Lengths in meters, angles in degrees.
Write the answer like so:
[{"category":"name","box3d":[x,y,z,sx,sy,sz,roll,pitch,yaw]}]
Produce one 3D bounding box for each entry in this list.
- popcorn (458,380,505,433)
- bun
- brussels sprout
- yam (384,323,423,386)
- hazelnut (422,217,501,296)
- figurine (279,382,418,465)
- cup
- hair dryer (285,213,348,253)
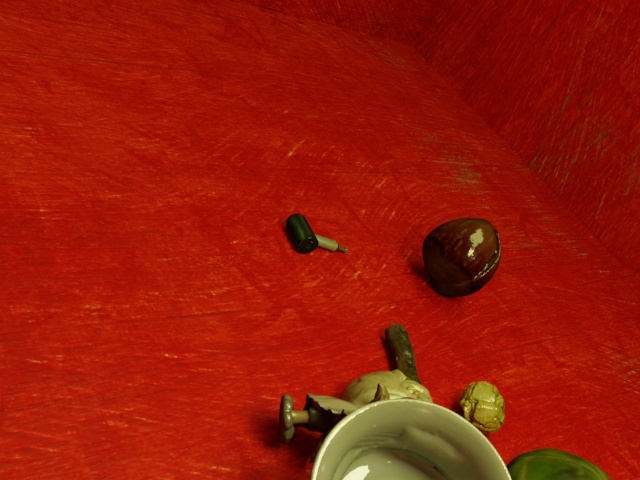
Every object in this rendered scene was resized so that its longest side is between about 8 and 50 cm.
[{"category":"popcorn","box3d":[0.371,0.388,2.099,0.106,0.116,0.120,-12,93,-19]},{"category":"bun","box3d":[0.154,0.354,1.872,0.231,0.133,0.231,29,28,-17]},{"category":"brussels sprout","box3d":[0.463,0.578,1.724,0.354,0.281,0.289,49,20,25]},{"category":"yam","box3d":[0.196,0.297,2.079,0.061,0.061,0.252,22,33,-26]},{"category":"hazelnut","box3d":[0.383,0.035,2.477,0.218,0.234,0.218,7,63,-15]},{"category":"figurine","box3d":[0.115,0.349,1.695,0.387,0.207,0.166,4,65,-2]},{"category":"cup","box3d":[0.136,0.452,1.497,0.347,0.163,0.347,6,57,-9]},{"category":"hair dryer","box3d":[0.000,0.000,2.320,0.198,0.057,0.100,22,31,-42]}]
